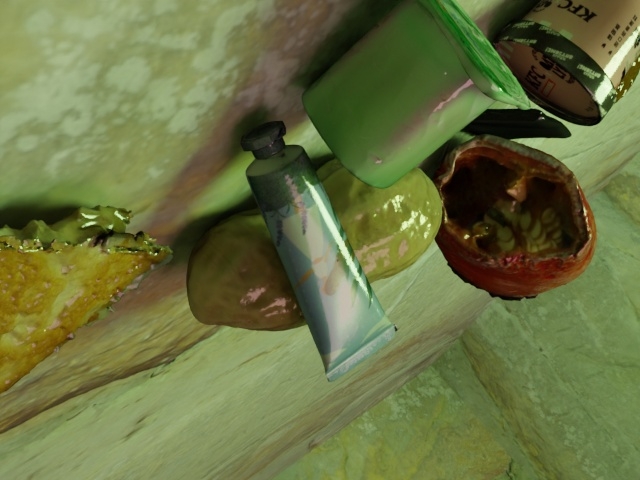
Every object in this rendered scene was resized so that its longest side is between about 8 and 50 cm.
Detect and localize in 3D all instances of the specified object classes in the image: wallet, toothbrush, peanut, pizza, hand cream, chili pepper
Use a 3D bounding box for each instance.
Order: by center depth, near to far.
[{"bbox_3d":[-0.228,0.025,0.451,0.287,0.074,0.251,-40,162,-25],"label":"pizza"},{"bbox_3d":[-0.003,0.012,0.672,0.088,0.055,0.256,-35,119,-22],"label":"hand cream"},{"bbox_3d":[0.000,0.000,0.768,0.313,0.149,0.149,-27,158,-26],"label":"peanut"},{"bbox_3d":[0.254,-0.154,0.973,0.244,0.124,0.025,-2,96,-63],"label":"wallet"},{"bbox_3d":[0.177,-0.131,1.023,0.006,0.008,0.097,-22,159,-13],"label":"toothbrush"},{"bbox_3d":[0.286,-0.021,1.110,0.229,0.251,0.305,-59,162,6],"label":"chili pepper"}]

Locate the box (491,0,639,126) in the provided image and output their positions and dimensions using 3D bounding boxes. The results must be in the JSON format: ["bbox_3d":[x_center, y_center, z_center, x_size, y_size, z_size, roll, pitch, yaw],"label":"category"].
[{"bbox_3d":[0.293,-0.225,0.827,0.135,0.151,0.151,-50,162,1],"label":"box"}]

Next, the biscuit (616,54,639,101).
[{"bbox_3d":[0.396,-0.276,0.984,0.212,0.036,0.212,-28,132,-37],"label":"biscuit"}]

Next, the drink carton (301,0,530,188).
[{"bbox_3d":[0.073,-0.128,0.622,0.142,0.146,0.144,-40,164,25],"label":"drink carton"}]
